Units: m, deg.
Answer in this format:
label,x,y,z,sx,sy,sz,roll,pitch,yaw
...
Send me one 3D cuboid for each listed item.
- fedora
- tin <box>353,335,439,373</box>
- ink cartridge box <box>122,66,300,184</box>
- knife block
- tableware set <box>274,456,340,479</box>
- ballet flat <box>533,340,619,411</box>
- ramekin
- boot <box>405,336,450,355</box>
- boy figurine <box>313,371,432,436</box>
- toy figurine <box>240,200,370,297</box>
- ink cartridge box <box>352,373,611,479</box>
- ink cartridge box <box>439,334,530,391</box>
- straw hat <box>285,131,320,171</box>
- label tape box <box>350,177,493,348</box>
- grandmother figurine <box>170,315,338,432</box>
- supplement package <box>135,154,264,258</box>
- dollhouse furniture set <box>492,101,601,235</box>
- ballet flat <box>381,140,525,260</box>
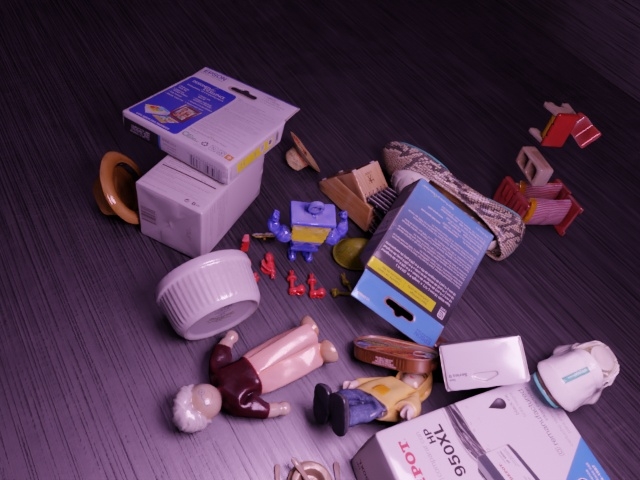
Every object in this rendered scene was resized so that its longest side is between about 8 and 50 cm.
label,x,y,z,sx,sy,sz,roll,pitch,yaw
fedora,-0.491,-0.119,1.214,0.079,0.194,0.194,-21,50,15
tin,0.161,0.244,1.079,0.190,0.040,0.106,6,12,34
ink cartridge box,-0.258,-0.295,1.230,0.304,0.072,0.307,28,45,15
knife block,0.131,-0.085,1.371,0.088,0.276,0.241,-27,101,-27
tableware set,-0.011,0.488,0.886,0.129,0.039,0.194,3,50,-14
ballet flat,0.558,0.270,1.049,0.400,0.139,0.139,12,36,-56
ramekin,-0.225,0.119,1.035,0.207,0.207,0.108,-18,67,-28
boot,0.259,0.253,1.169,0.114,0.037,0.106,39,53,12
boy figurine,0.132,0.314,1.006,0.286,0.092,0.177,-3,8,-34
toy figurine,0.000,0.000,1.186,0.363,0.217,0.191,6,50,-11
ink cartridge box,0.301,0.452,0.921,0.396,0.166,0.285,-11,55,-23
ink cartridge box,0.329,0.249,1.034,0.155,0.212,0.093,-11,79,12
straw hat,-0.068,-0.244,1.474,0.061,0.144,0.144,-35,58,10
label tape box,0.227,0.058,1.190,0.241,0.106,0.333,37,73,-11
grandmother figurine,-0.141,0.266,1.001,0.343,0.103,0.208,-24,52,-35
supplement package,-0.286,-0.128,1.237,0.176,0.177,0.292,25,48,9
dollhouse furniture set,0.679,-0.194,1.446,0.202,0.373,0.152,0,46,-14
ballet flat,0.348,-0.108,1.428,0.483,0.164,0.182,36,59,10
